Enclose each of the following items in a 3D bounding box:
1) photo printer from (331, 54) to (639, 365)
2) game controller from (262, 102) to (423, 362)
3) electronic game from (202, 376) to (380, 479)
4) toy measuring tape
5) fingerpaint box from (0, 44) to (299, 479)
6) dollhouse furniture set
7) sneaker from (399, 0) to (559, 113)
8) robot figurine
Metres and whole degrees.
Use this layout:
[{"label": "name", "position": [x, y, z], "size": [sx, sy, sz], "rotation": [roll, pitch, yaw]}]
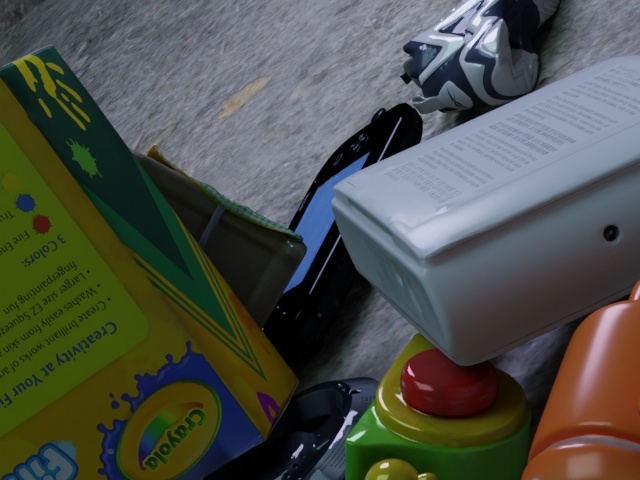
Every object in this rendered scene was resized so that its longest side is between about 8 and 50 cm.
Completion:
[{"label": "photo printer", "position": [0.184, -0.038, 1.299], "size": [0.308, 0.107, 0.256], "rotation": [-25, 19, -9]}, {"label": "game controller", "position": [0.000, 0.000, 1.726], "size": [0.166, 0.067, 0.319], "rotation": [-21, 32, 47]}, {"label": "electronic game", "position": [-0.032, 0.198, 1.462], "size": [0.229, 0.048, 0.229], "rotation": [-39, 15, 12]}, {"label": "toy measuring tape", "position": [0.116, 0.111, 1.304], "size": [0.121, 0.121, 0.330], "rotation": [-32, 8, 32]}, {"label": "fingerpaint box", "position": [-0.309, 0.111, 1.527], "size": [0.445, 0.371, 0.163], "rotation": [-34, 6, 16]}, {"label": "dollhouse furniture set", "position": [-0.158, 0.056, 1.660], "size": [0.301, 0.198, 0.151], "rotation": [-59, 5, 18]}, {"label": "sneaker", "position": [0.149, -0.211, 1.781], "size": [0.153, 0.094, 0.235], "rotation": [-19, 43, 34]}, {"label": "robot figurine", "position": [0.194, 0.123, 1.071], "size": [0.158, 0.128, 0.219], "rotation": [-22, 32, 46]}]
